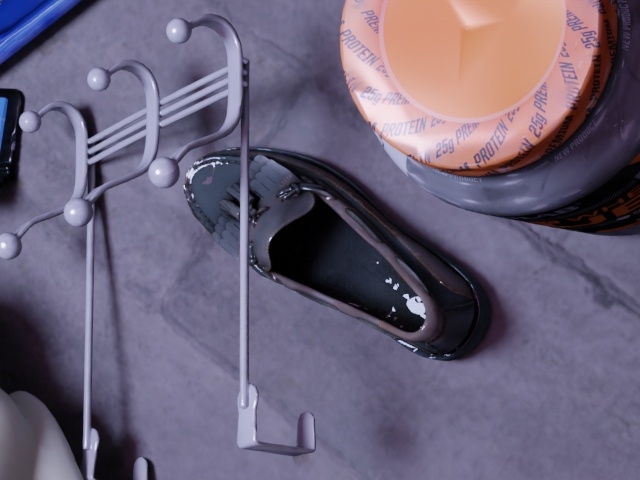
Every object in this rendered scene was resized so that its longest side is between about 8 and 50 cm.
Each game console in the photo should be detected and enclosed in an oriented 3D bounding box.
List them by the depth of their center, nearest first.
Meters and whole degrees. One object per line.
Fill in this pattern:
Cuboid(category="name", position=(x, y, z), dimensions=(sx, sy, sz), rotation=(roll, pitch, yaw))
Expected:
Cuboid(category="game console", position=(-0.323, -0.078, 1.383), dimensions=(0.122, 0.107, 0.071), rotation=(4, 117, 27))

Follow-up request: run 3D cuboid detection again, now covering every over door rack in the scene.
Cuboid(category="over door rack", position=(-0.136, 0.021, 1.218), dimensions=(0.239, 0.108, 0.324), rotation=(-20, 77, 49))

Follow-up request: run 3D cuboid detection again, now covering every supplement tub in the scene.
Cuboid(category="supplement tub", position=(0.146, -0.105, 1.013), dimensions=(0.193, 0.316, 0.194), rotation=(-2, 86, 27))

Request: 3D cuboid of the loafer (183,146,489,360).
Cuboid(category="loafer", position=(0.000, 0.000, 1.207), dimensions=(0.267, 0.084, 0.096), rotation=(29, 100, 25))

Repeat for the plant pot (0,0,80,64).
Cuboid(category="plant pot", position=(-0.340, -0.272, 1.314), dimensions=(0.236, 0.236, 0.212), rotation=(-33, 63, 20))

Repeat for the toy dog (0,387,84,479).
Cuboid(category="toy dog", position=(-0.402, 0.180, 1.167), dimensions=(0.284, 0.408, 0.395), rotation=(-4, 98, 33))
